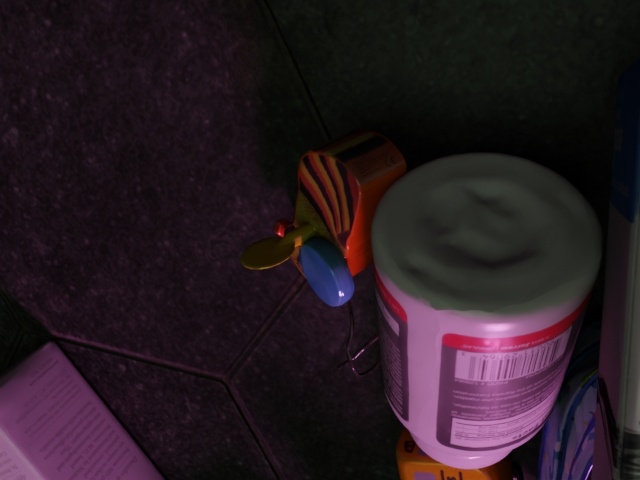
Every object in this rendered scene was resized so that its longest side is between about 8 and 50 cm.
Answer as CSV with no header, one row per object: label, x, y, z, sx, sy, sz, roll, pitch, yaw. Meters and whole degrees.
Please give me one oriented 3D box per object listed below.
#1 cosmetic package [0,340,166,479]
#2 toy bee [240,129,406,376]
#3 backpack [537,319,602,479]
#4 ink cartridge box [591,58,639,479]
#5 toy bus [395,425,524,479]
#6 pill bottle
cosmetic package,-0.374,0.403,0.986,0.230,0.161,0.453,-29,101,28
toy bee,0.000,0.000,0.674,0.162,0.195,0.299,44,130,34
backpack,0.345,0.243,0.631,0.289,0.273,0.356,3,95,22
ink cartridge box,0.323,0.090,0.391,0.285,0.166,0.396,3,100,18
toy bus,0.186,0.372,0.802,0.130,0.108,0.333,-4,111,21
pill bottle,0.141,0.090,0.611,0.176,0.176,0.319,9,141,16
